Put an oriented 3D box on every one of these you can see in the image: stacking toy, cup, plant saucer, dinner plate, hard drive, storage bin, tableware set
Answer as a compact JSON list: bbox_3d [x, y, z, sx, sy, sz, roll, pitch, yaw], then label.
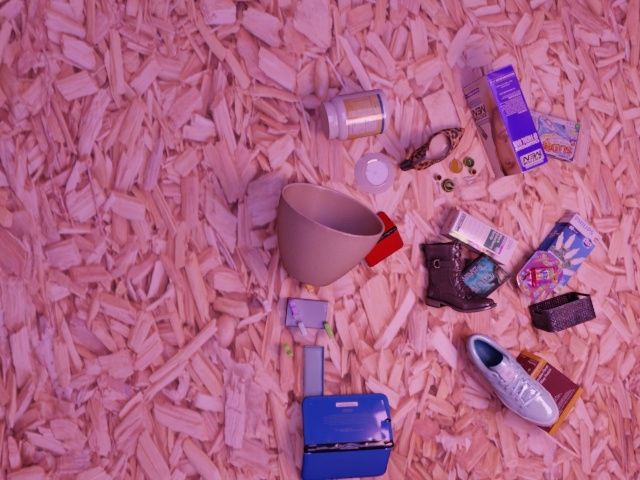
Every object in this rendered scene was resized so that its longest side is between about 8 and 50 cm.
[{"bbox_3d":[-0.071,0.250,1.769,0.167,0.052,0.221,-24,95,-7],"label":"stacking toy"},{"bbox_3d":[0.000,0.000,1.695,0.332,0.331,0.236,18,115,-9],"label":"cup"},{"bbox_3d":[-0.021,0.444,1.822,0.067,0.018,0.191,0,90,-9],"label":"plant saucer"},{"bbox_3d":[0.184,-0.226,1.844,0.141,0.017,0.141,0,90,-8],"label":"dinner plate"},{"bbox_3d":[-0.045,0.240,1.811,0.135,0.022,0.094,6,90,-9],"label":"hard drive"},{"bbox_3d":[0.838,0.247,1.902,0.180,0.122,0.084,-16,93,-8],"label":"storage bin"},{"bbox_3d":[0.466,-0.224,1.884,0.154,0.024,0.103,-17,93,-8],"label":"tableware set"}]

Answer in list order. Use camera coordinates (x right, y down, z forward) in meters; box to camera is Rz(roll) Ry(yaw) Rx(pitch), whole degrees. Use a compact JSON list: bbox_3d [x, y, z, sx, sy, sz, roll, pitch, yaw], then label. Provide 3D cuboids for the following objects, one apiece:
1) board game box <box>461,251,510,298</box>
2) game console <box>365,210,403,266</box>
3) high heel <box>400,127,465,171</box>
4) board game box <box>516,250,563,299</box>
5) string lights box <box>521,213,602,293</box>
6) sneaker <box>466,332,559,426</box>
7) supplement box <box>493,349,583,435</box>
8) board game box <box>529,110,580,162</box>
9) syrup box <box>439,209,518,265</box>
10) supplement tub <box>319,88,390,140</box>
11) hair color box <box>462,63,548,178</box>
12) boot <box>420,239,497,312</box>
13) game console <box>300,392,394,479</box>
[{"bbox_3d":[0.527,0.141,1.853,0.126,0.026,0.186,39,117,-7],"label":"board game box"},{"bbox_3d":[0.189,-0.005,1.849,0.144,0.085,0.124,-33,65,-8],"label":"game console"},{"bbox_3d":[0.394,-0.304,1.788,0.261,0.186,0.093,-33,96,-7],"label":"high heel"},{"bbox_3d":[0.751,0.121,1.854,0.133,0.033,0.168,41,86,-5],"label":"board game box"},{"bbox_3d":[0.843,0.045,1.922,0.133,0.077,0.259,40,85,-6],"label":"string lights box"},{"bbox_3d":[0.602,0.446,1.766,0.135,0.150,0.366,-47,60,1],"label":"sneaker"},{"bbox_3d":[0.746,0.519,1.889,0.194,0.129,0.191,37,86,-8],"label":"supplement box"},{"bbox_3d":[0.803,-0.364,1.929,0.202,0.035,0.136,12,89,-9],"label":"board game box"},{"bbox_3d":[0.537,-0.009,1.863,0.237,0.096,0.093,27,87,-7],"label":"syrup box"},{"bbox_3d":[0.109,-0.400,1.763,0.200,0.144,0.144,-12,93,-8],"label":"supplement tub"},{"bbox_3d":[0.608,-0.386,1.823,0.110,0.185,0.338,-24,94,-8],"label":"hair color box"},{"bbox_3d":[0.447,0.113,1.800,0.263,0.091,0.228,4,96,34],"label":"boot"},{"bbox_3d":[0.080,0.654,1.828,0.294,0.173,0.250,0,64,-10],"label":"game console"}]
